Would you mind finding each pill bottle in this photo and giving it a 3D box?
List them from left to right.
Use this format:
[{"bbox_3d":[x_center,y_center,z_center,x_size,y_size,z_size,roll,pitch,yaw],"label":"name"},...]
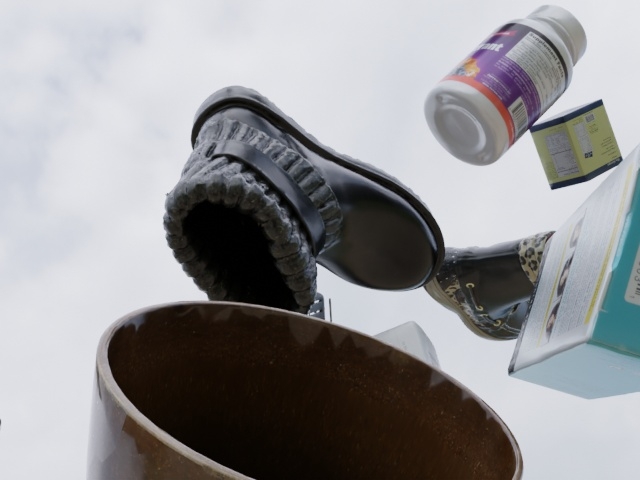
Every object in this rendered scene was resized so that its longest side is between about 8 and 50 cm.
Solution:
[{"bbox_3d":[0.213,-0.180,1.076,0.193,0.108,0.108,-44,-43,-25],"label":"pill bottle"}]

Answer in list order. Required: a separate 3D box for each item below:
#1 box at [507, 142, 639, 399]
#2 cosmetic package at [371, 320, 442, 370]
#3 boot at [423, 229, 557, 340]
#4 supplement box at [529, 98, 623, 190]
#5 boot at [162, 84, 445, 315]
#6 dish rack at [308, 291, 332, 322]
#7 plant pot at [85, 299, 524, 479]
[{"bbox_3d":[0.163,0.031,0.538,0.060,0.100,0.244,18,-9,6],"label":"box"},{"bbox_3d":[0.015,0.182,0.960,0.231,0.117,0.085,-22,-36,11],"label":"cosmetic package"},{"bbox_3d":[0.258,0.062,1.211,0.178,0.085,0.236,-12,-31,40],"label":"boot"},{"bbox_3d":[0.309,-0.116,1.159,0.083,0.056,0.083,-25,-83,-36],"label":"supplement box"},{"bbox_3d":[-0.003,0.003,0.981,0.348,0.260,0.131,30,-67,-19],"label":"boot"},{"bbox_3d":[-0.013,0.200,1.230,0.074,0.208,0.271,-2,-84,28],"label":"dish rack"},{"bbox_3d":[-0.035,0.179,0.504,0.215,0.215,0.230,10,-74,-25],"label":"plant pot"}]
